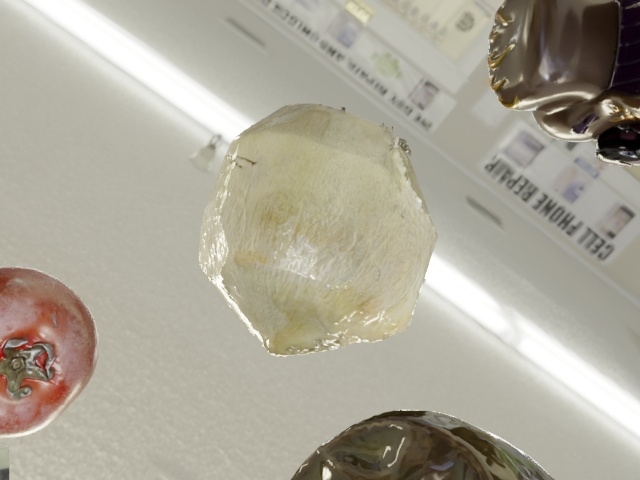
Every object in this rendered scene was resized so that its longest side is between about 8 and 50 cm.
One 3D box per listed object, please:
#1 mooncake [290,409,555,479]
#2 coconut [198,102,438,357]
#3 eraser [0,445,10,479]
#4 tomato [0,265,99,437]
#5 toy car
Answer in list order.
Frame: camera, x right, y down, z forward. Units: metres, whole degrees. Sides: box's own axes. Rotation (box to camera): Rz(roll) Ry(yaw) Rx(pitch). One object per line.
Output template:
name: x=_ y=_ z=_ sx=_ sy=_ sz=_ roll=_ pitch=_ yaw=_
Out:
mooncake: x=0.077 y=0.288 z=0.731 sx=0.156 sy=0.284 sz=0.284 roll=31 pitch=-161 yaw=-42
coconut: x=0.000 y=0.000 z=1.276 sx=0.347 sy=0.360 sz=0.346 roll=18 pitch=173 yaw=2
eraser: x=-0.761 y=0.478 z=1.736 sx=0.404 sy=0.097 sz=0.098 roll=46 pitch=-141 yaw=-78
tomato: x=-0.498 y=0.168 z=1.375 sx=0.270 sy=0.270 sz=0.227 roll=27 pitch=178 yaw=-31
toy car: x=0.373 y=-0.238 z=1.073 sx=0.241 sy=0.271 sz=0.341 roll=9 pitch=178 yaw=-23
